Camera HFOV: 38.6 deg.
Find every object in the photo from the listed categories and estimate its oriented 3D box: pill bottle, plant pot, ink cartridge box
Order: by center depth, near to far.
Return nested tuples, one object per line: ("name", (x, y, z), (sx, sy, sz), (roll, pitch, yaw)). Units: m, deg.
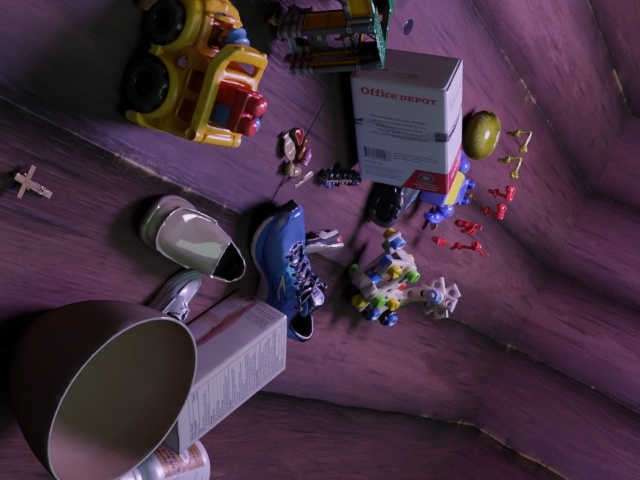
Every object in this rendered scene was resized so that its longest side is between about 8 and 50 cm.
("plant pot", (-0.352, 0.201, 1.378), (0.284, 0.191, 0.284), (-37, 142, -37))
("pill bottle", (-0.321, 0.436, 1.684), (0.229, 0.131, 0.131), (1, 113, -59))
("ink cartridge box", (0.178, -0.241, 1.843), (0.273, 0.197, 0.114), (81, 28, -47))

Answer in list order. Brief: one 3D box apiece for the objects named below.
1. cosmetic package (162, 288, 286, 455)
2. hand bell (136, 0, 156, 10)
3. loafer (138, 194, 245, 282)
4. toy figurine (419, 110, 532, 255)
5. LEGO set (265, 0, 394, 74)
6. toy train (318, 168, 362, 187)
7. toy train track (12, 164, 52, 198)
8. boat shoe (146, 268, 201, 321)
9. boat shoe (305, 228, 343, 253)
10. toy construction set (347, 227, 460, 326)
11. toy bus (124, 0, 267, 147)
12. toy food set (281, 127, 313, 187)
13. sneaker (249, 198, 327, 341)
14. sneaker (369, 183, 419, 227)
("cosmetic package", (-0.205, 0.238, 1.711), (0.296, 0.129, 0.153), (-34, 141, -42))
("hand bell", (-0.187, -0.424, 1.246), (0.242, 0.126, 0.126), (-57, 153, 14))
("loafer", (-0.205, 0.002, 1.552), (0.102, 0.092, 0.268), (-61, 151, -3))
("toy figurine", (0.347, -0.150, 2.233), (0.217, 0.191, 0.363), (9, 104, -55))
("LEGO set", (-0.001, -0.429, 1.500), (0.331, 0.192, 0.255), (62, 30, -59))
("toy train", (0.043, -0.129, 1.914), (0.158, 0.027, 0.036), (-6, 129, -57))
("toy train track", (-0.399, -0.077, 1.258), (0.048, 0.014, 0.083), (-66, 157, -8))
("boat shoe", (-0.263, 0.124, 1.588), (0.184, 0.063, 0.066), (-43, 145, -32))
("boat shoe", (0.000, 0.000, 1.935), (0.137, 0.049, 0.043), (-6, 76, -54))
("toy construction set", (0.187, 0.107, 2.188), (0.215, 0.151, 0.327), (-46, 138, 11))
("toy bus", (-0.151, -0.240, 1.320), (0.149, 0.211, 0.220), (2, 110, -57))
("toy food set", (-0.046, -0.166, 1.749), (0.078, 0.019, 0.122), (-40, 136, -36))
("sneaker", (-0.047, 0.066, 1.805), (0.130, 0.147, 0.330), (-38, 142, -38))
("sneaker", (0.192, -0.158, 2.079), (0.267, 0.101, 0.106), (-63, 162, 19))
